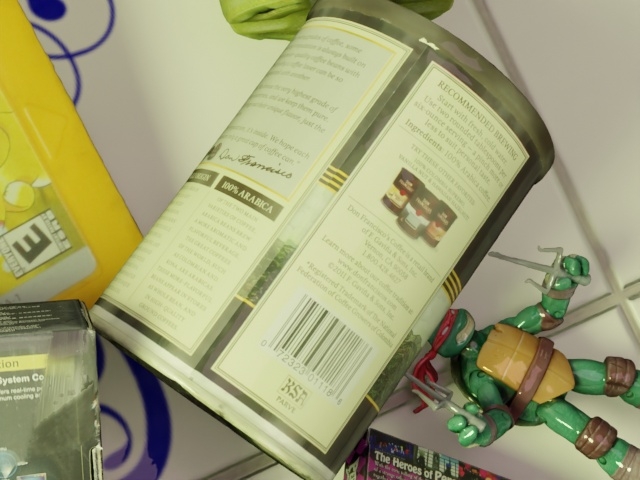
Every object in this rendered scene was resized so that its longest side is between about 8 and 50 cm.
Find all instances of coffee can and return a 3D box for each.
[{"bbox_3d":[0.000,0.000,0.809,0.201,0.201,0.275,37,79,-3],"label":"coffee can"}]

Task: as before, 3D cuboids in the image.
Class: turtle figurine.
[{"bbox_3d":[0.164,0.095,0.907,0.234,0.118,0.175,26,74,1],"label":"turtle figurine"}]

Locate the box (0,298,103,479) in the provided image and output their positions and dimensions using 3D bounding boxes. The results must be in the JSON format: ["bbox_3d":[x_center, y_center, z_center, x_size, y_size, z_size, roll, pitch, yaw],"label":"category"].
[{"bbox_3d":[-0.318,0.208,0.667,0.395,0.097,0.318,-5,102,-15],"label":"box"}]

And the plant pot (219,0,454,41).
[{"bbox_3d":[0.004,-0.293,0.909,0.276,0.276,0.254,-6,90,-16],"label":"plant pot"}]

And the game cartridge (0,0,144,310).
[{"bbox_3d":[-0.300,-0.012,0.779,0.324,0.053,0.285,-33,104,-28],"label":"game cartridge"}]

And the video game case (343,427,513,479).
[{"bbox_3d":[0.114,0.265,0.836,0.232,0.042,0.210,22,52,-19],"label":"video game case"}]
